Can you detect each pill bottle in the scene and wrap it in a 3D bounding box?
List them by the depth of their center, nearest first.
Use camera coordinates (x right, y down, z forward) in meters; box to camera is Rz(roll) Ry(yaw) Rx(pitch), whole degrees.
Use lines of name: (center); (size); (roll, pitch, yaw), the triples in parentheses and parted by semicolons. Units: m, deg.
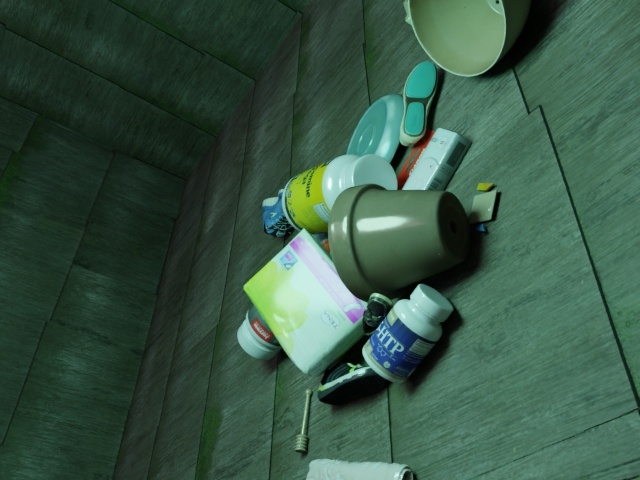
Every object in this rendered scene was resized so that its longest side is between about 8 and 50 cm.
pill bottle: (0.179, 0.185, 1.171); (0.186, 0.112, 0.112); (-57, 26, 18)
pill bottle: (0.049, -0.127, 1.577); (0.334, 0.188, 0.187); (-13, 56, 57)
pill bottle: (-0.113, 0.207, 1.663); (0.283, 0.161, 0.161); (-51, 28, 28)

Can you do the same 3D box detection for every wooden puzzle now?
wooden puzzle: (0.339, -0.069, 1.205); (0.079, 0.014, 0.116); (-7, 61, 66)

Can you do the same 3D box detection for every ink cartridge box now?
ink cartridge box: (0.251, -0.191, 1.442); (0.189, 0.066, 0.232); (-61, 29, 8)

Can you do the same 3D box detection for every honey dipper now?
honey dipper: (-0.040, 0.450, 1.460); (0.030, 0.031, 0.160); (-39, 34, 44)

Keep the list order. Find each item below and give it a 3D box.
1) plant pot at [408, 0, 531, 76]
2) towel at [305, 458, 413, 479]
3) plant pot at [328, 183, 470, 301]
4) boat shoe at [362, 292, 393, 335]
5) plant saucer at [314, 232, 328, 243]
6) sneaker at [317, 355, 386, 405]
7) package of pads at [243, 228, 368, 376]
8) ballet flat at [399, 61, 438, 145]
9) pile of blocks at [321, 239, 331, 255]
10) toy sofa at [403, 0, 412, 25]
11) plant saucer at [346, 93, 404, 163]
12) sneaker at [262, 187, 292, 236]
plant pot: (0.370, -0.551, 1.334); (0.191, 0.284, 0.284); (-35, 16, -21)
towel: (0.045, 0.595, 1.134); (0.332, 0.053, 0.316); (-26, 45, 53)
plant pot: (0.183, -0.012, 1.228); (0.229, 0.263, 0.262); (-14, 54, 38)
boat shoe: (0.118, 0.161, 1.224); (0.049, 0.056, 0.152); (-59, -16, -27)
plant saucer: (0.000, 0.000, 1.780); (0.195, 0.038, 0.194); (-45, 31, 37)
sneaker: (0.062, 0.304, 1.324); (0.235, 0.084, 0.097); (-36, 37, 47)
package of pads: (-0.027, 0.152, 1.404); (0.229, 0.101, 0.296); (-44, 60, 5)
ballet flat: (0.258, -0.360, 1.551); (0.086, 0.086, 0.248); (-18, 50, 58)
pile of blocks: (0.043, 0.106, 1.509); (0.149, 0.113, 0.362); (-38, 37, 45)
toy sofa: (0.388, -0.689, 1.507); (0.362, 0.150, 0.177); (-47, 29, 34)
plant saucer: (0.147, -0.287, 1.696); (0.317, 0.044, 0.317); (-54, 25, 39)
sneaker: (-0.114, -0.086, 2.013); (0.330, 0.130, 0.147); (157, 121, -64)
